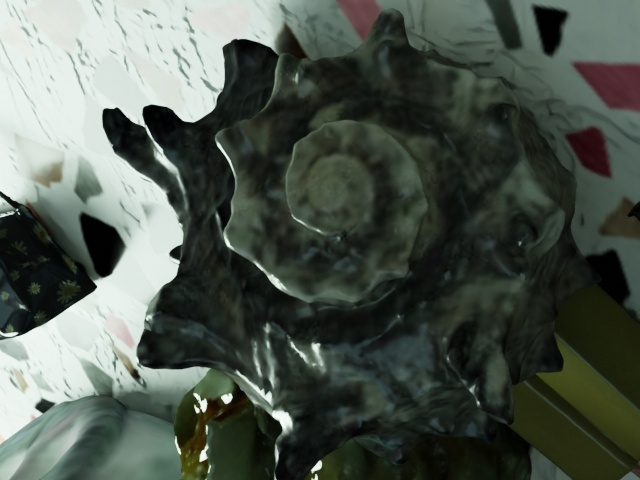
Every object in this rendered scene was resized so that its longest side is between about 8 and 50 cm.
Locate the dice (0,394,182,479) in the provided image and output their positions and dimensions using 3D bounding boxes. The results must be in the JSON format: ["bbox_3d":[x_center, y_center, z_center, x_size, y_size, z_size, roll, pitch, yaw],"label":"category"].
[{"bbox_3d":[-0.177,0.342,1.448,0.348,0.330,0.328,52,145,-9],"label":"dice"}]

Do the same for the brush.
[{"bbox_3d":[0.196,0.124,1.081,0.233,0.047,0.103,41,146,4],"label":"brush"}]

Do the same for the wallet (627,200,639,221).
[{"bbox_3d":[0.269,0.044,0.933,0.243,0.039,0.133,45,152,-2],"label":"wallet"}]

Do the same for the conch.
[{"bbox_3d":[0.008,-0.010,1.034,0.313,0.186,0.241,30,120,50],"label":"conch"}]

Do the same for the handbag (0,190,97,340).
[{"bbox_3d":[-0.243,0.004,1.388,0.115,0.072,0.139,-12,114,55],"label":"handbag"}]

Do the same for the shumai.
[{"bbox_3d":[-0.001,0.162,1.203,0.218,0.189,0.256,40,140,4],"label":"shumai"}]
